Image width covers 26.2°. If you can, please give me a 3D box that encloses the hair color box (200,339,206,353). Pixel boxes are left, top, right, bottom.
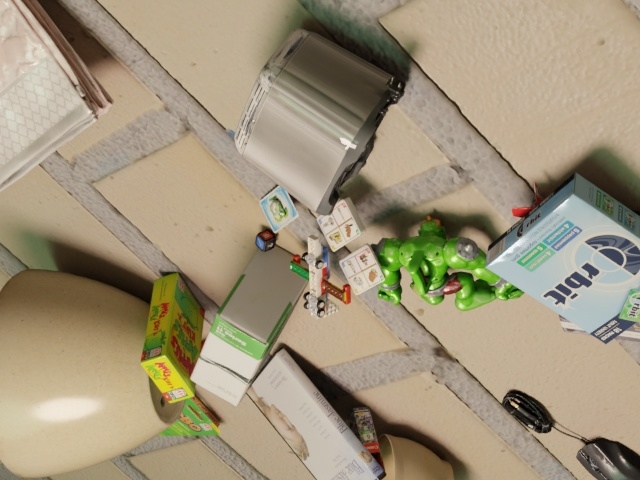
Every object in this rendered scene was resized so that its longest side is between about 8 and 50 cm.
[{"bbox_3d":[-0.157,0.190,2.189,0.072,0.043,0.141,44,142,-18],"label":"hair color box"}]

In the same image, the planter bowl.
[{"bbox_3d":[0.143,0.385,2.131,0.109,0.162,0.162,6,148,-13],"label":"planter bowl"}]

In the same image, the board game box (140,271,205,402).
[{"bbox_3d":[-0.219,0.144,2.057,0.043,0.181,0.092,-18,127,16],"label":"board game box"}]

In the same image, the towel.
[{"bbox_3d":[-0.472,-0.219,1.796,0.331,0.053,0.317,-31,101,35],"label":"towel"}]

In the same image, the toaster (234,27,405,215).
[{"bbox_3d":[-0.004,-0.142,1.584,0.146,0.129,0.227,32,147,2],"label":"toaster"}]

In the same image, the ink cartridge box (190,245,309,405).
[{"bbox_3d":[-0.100,0.122,1.965,0.086,0.153,0.208,30,145,2],"label":"ink cartridge box"}]

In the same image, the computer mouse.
[{"bbox_3d":[0.357,0.289,1.929,0.242,0.041,0.071,30,146,2],"label":"computer mouse"}]

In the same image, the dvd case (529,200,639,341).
[{"bbox_3d":[0.349,0.044,1.647,0.164,0.018,0.221,7,139,31],"label":"dvd case"}]

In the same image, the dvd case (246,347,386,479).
[{"bbox_3d":[-0.012,0.300,2.156,0.253,0.022,0.180,50,149,9],"label":"dvd case"}]

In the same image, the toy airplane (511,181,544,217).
[{"bbox_3d":[0.278,-0.005,1.601,0.151,0.028,0.151,19,143,16],"label":"toy airplane"}]

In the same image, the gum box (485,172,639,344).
[{"bbox_3d":[0.309,0.025,1.568,0.184,0.041,0.157,32,133,-16],"label":"gum box"}]

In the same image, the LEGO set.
[{"bbox_3d":[0.000,0.000,1.813,0.244,0.060,0.182,-35,81,56],"label":"LEGO set"}]

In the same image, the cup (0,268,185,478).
[{"bbox_3d":[-0.344,0.207,2.147,0.236,0.331,0.331,-2,136,16],"label":"cup"}]

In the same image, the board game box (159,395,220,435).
[{"bbox_3d":[-0.290,0.297,2.432,0.259,0.039,0.124,-6,132,45],"label":"board game box"}]

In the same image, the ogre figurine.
[{"bbox_3d":[0.148,0.037,1.723,0.197,0.097,0.118,19,157,39],"label":"ogre figurine"}]

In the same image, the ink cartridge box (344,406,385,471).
[{"bbox_3d":[0.068,0.323,2.132,0.029,0.115,0.063,-4,150,-18],"label":"ink cartridge box"}]
